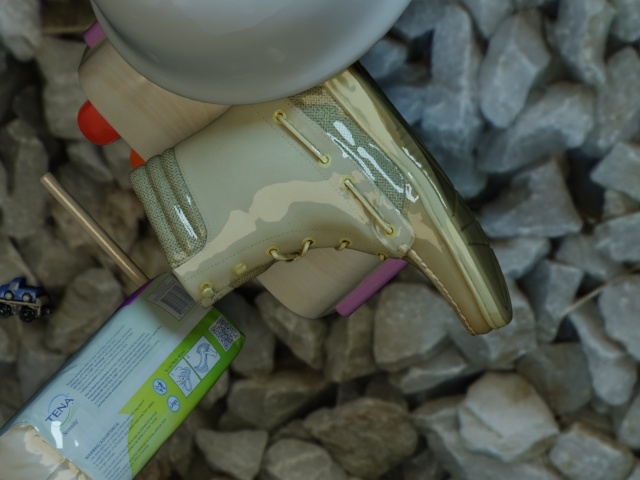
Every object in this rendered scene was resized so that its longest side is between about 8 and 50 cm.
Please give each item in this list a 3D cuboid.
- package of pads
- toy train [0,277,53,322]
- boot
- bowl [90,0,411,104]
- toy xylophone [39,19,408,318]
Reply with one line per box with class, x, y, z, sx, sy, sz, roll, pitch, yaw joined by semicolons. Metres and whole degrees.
package of pads;-0.212;0.176;1.550;0.101;0.229;0.296;43;131;-3
toy train;-0.303;0.042;1.682;0.158;0.027;0.036;8;98;10
boot;0.000;0.000;1.471;0.203;0.095;0.262;-36;90;10
bowl;-0.070;-0.254;1.413;0.298;0.134;0.298;-6;76;23
toy xylophone;-0.079;-0.058;1.573;0.236;0.081;0.323;-33;98;19
